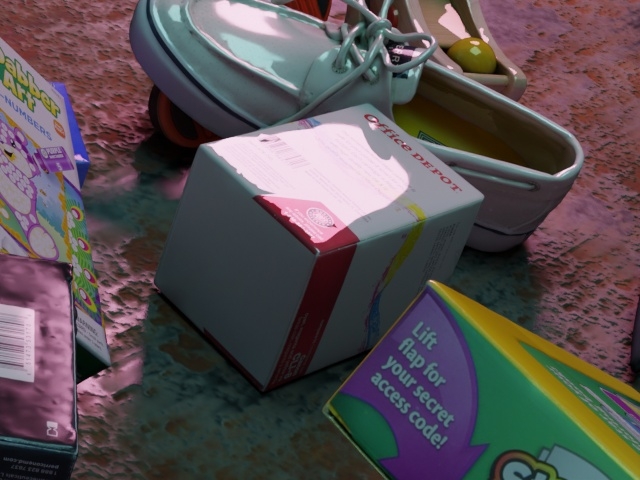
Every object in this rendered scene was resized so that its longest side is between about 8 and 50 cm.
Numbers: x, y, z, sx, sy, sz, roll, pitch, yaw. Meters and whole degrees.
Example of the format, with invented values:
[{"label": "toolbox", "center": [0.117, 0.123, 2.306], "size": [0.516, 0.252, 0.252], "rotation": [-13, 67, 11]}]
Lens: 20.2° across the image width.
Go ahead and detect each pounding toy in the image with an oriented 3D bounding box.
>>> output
[{"label": "pounding toy", "center": [0.117, -0.199, 1.590], "size": [0.155, 0.154, 0.269], "rotation": [1, 38, -27]}]

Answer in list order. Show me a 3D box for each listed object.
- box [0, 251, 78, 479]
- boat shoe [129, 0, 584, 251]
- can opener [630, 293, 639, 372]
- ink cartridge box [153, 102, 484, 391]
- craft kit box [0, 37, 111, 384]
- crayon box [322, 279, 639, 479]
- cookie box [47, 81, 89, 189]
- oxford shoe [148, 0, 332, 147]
[{"label": "box", "center": [-0.193, 0.111, 0.969], "size": [0.093, 0.158, 0.156], "rotation": [11, 34, -16]}, {"label": "boat shoe", "center": [0.041, -0.121, 1.369], "size": [0.367, 0.156, 0.136], "rotation": [29, 51, -11]}, {"label": "can opener", "center": [0.273, 0.048, 1.407], "size": [0.059, 0.073, 0.186], "rotation": [32, 43, 3]}, {"label": "ink cartridge box", "center": [0.000, 0.000, 1.261], "size": [0.176, 0.127, 0.128], "rotation": [-18, 49, -43]}, {"label": "craft kit box", "center": [-0.235, -0.059, 1.122], "size": [0.250, 0.061, 0.246], "rotation": [45, 19, -48]}, {"label": "crayon box", "center": [0.211, 0.200, 0.983], "size": [0.363, 0.106, 0.313], "rotation": [44, 10, 32]}, {"label": "cookie box", "center": [-0.228, -0.077, 1.331], "size": [0.092, 0.040, 0.107], "rotation": [4, 36, -23]}, {"label": "oxford shoe", "center": [-0.084, -0.157, 1.509], "size": [0.098, 0.097, 0.271], "rotation": [-3, 30, 30]}]
